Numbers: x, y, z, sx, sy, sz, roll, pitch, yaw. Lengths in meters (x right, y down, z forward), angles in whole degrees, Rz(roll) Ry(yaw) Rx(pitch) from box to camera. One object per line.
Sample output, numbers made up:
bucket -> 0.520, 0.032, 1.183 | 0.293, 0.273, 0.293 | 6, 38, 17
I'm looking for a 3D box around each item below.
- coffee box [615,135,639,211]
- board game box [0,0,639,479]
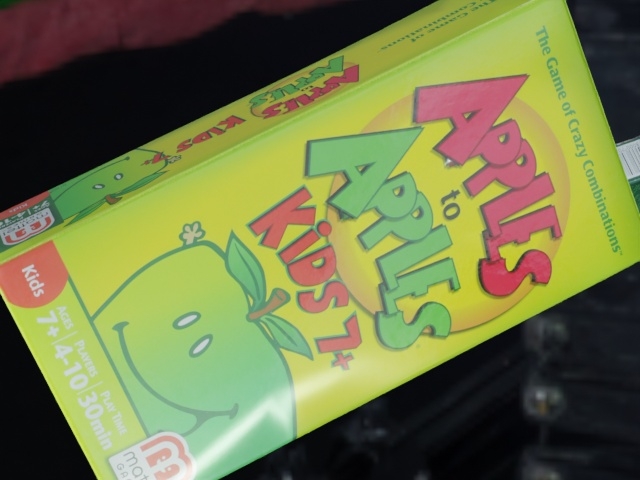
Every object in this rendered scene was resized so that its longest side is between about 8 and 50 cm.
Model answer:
coffee box -> 0.196, -0.030, 1.436 | 0.184, 0.113, 0.040 | -20, -106, -10
board game box -> 0.000, 0.000, 0.511 | 0.181, 0.092, 0.043 | -27, -158, -8
